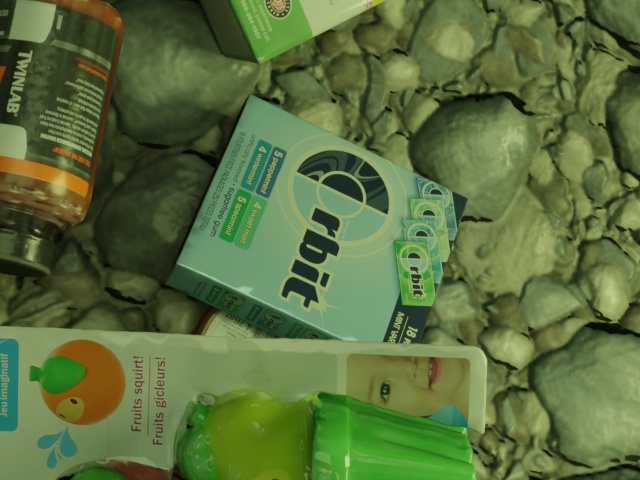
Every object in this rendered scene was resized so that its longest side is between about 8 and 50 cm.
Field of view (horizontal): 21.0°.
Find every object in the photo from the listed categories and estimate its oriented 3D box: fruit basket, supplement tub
[{"bbox_3d":[-0.072,0.221,1.140,0.353,0.165,0.327,2,102,-6],"label":"fruit basket"},{"bbox_3d":[-0.206,-0.077,1.222,0.106,0.106,0.198,11,77,-10],"label":"supplement tub"}]

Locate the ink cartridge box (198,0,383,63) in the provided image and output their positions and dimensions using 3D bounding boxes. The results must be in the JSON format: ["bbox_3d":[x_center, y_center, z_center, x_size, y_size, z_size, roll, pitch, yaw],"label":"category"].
[{"bbox_3d":[0.001,-0.246,1.285,0.212,0.093,0.154,-29,107,-14],"label":"ink cartridge box"}]

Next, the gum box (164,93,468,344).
[{"bbox_3d":[0.000,0.000,1.265,0.184,0.041,0.157,24,59,-7],"label":"gum box"}]

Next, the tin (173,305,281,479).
[{"bbox_3d":[-0.064,0.121,1.253,0.106,0.040,0.190,27,75,-2],"label":"tin"}]
